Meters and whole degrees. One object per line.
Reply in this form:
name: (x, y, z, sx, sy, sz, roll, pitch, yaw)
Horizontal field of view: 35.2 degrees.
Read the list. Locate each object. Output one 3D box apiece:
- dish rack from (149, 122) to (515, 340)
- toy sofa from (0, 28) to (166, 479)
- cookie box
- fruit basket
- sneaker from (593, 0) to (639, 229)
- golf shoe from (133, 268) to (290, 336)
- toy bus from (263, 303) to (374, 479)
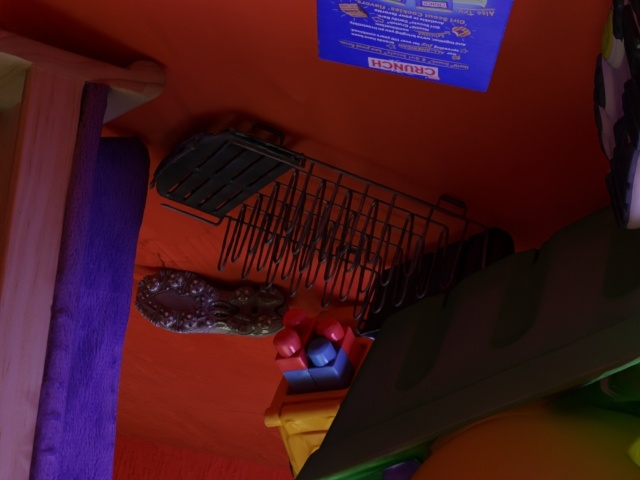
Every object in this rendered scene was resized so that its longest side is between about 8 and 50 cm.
dish rack: (0.000, 0.000, 0.795, 0.271, 0.074, 0.208, 21, 159, -19)
toy sofa: (-0.177, 0.065, 0.656, 0.177, 0.362, 0.150, 13, 164, -34)
cookie box: (0.044, -0.120, 0.478, 0.092, 0.040, 0.107, 12, 160, 5)
fruit basket: (0.159, 0.163, 0.576, 0.283, 0.392, 0.392, 37, 152, -26)
sneaker: (0.180, -0.091, 0.425, 0.110, 0.107, 0.275, -10, 161, 8)
golf shoe: (-0.117, 0.079, 1.113, 0.176, 0.069, 0.086, 10, 166, 14)
toy bus: (0.031, 0.142, 1.053, 0.149, 0.220, 0.211, -12, 119, 29)
